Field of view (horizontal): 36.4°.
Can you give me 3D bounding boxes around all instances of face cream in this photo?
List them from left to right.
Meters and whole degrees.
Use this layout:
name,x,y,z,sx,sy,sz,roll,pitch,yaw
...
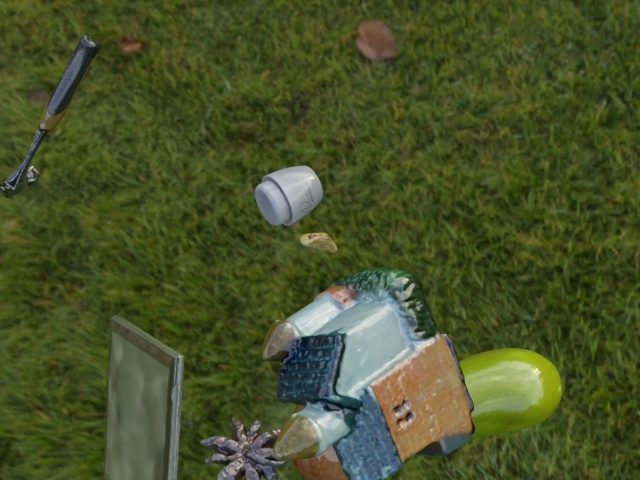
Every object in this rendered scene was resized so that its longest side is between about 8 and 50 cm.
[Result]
name,x,y,z,sx,sy,sz,roll,pitch,yaw
face cream,-0.052,-0.075,1.596,0.095,0.091,0.091,-28,58,-23

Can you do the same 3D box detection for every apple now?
name,x,y,z,sx,sy,sz,roll,pitch,yaw
apple,0.034,0.356,1.767,0.188,0.188,0.173,24,114,25

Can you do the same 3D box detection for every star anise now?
name,x,y,z,sx,sy,sz,roll,pitch,yaw
star anise,-0.147,0.415,1.877,0.182,0.065,0.195,27,60,22

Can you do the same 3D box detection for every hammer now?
name,x,y,z,sx,sy,sz,roll,pitch,yaw
hammer,-0.268,-0.118,0.956,0.021,0.078,0.201,37,118,-1

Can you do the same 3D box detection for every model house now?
name,x,y,z,sx,sy,sz,roll,pitch,yaw
model house,0.026,0.192,1.229,0.185,0.291,0.253,-11,102,46

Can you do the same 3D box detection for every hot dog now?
name,x,y,z,sx,sy,sz,roll,pitch,yaw
hot dog,0.000,0.000,2.054,0.034,0.090,0.030,-62,36,20

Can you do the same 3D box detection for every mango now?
name,x,y,z,sx,sy,sz,roll,pitch,yaw
mango,0.307,0.280,1.790,0.273,0.185,0.149,-12,97,0

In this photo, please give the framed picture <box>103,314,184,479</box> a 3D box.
name,x,y,z,sx,sy,sz,roll,pitch,yaw
framed picture,-0.163,0.166,0.867,0.010,0.231,0.172,2,94,-25
